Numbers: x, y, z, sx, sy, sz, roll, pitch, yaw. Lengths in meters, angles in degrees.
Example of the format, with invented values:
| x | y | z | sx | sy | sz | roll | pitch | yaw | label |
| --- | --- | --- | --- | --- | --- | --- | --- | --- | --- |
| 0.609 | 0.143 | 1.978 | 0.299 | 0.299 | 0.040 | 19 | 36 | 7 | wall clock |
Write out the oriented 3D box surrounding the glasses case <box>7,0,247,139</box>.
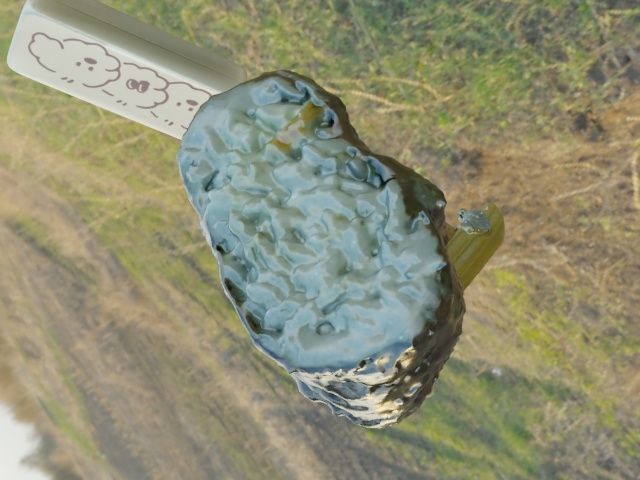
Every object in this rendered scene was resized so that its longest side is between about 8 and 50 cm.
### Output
| x | y | z | sx | sy | sz | roll | pitch | yaw | label |
| --- | --- | --- | --- | --- | --- | --- | --- | --- | --- |
| -0.286 | -0.258 | 1.306 | 0.336 | 0.076 | 0.144 | 20 | 143 | -20 | glasses case |

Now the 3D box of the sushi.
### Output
| x | y | z | sx | sy | sz | roll | pitch | yaw | label |
| --- | --- | --- | --- | --- | --- | --- | --- | --- | --- |
| 0.000 | 0.000 | 0.825 | 0.350 | 0.211 | 0.171 | 51 | 175 | 31 | sushi |

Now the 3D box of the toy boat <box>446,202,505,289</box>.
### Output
| x | y | z | sx | sy | sz | roll | pitch | yaw | label |
| --- | --- | --- | --- | --- | --- | --- | --- | --- | --- |
| 0.157 | 0.042 | 1.261 | 0.115 | 0.310 | 0.089 | 42 | 151 | 5 | toy boat |
